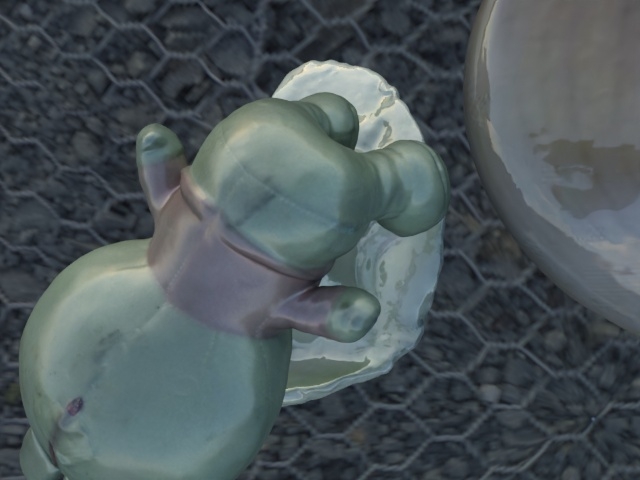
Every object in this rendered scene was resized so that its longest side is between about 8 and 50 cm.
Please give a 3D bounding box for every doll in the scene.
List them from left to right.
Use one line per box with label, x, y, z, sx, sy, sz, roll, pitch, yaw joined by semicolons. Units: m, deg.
doll;-0.064;0.033;0.751;0.275;0.113;0.155;-47;71;6

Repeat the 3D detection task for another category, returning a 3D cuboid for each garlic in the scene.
garlic;0.235;-0.084;0.997;0.246;0.231;0.340;-21;80;27

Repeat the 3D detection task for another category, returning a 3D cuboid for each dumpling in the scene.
dumpling;0.000;0.000;0.992;0.179;0.131;0.252;6;66;37
